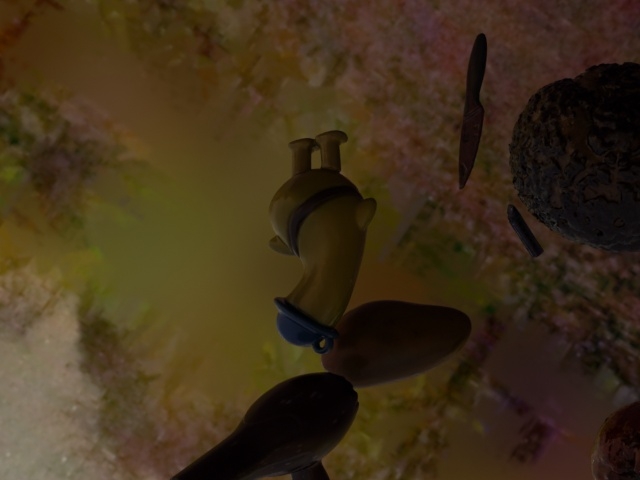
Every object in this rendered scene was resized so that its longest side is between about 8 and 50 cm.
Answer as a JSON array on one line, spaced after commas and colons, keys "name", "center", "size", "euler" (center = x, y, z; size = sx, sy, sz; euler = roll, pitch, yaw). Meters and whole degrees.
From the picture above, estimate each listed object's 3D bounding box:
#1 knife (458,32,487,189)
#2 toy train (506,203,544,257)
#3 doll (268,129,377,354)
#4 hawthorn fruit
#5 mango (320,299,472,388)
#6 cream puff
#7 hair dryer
[{"name": "knife", "center": [0.221, -0.188, 1.369], "size": [0.035, 0.247, 0.018], "euler": [-5, 159, 37]}, {"name": "toy train", "center": [0.264, -0.013, 1.245], "size": [0.083, 0.017, 0.017], "euler": [53, 169, -25]}, {"name": "doll", "center": [0.000, 0.000, 1.495], "size": [0.199, 0.363, 0.145], "euler": [-14, 157, 33]}, {"name": "hawthorn fruit", "center": [0.576, 0.335, 1.485], "size": [0.211, 0.299, 0.211], "euler": [164, 90, -72]}, {"name": "mango", "center": [0.121, 0.160, 1.553], "size": [0.113, 0.253, 0.138], "euler": [68, -173, -65]}, {"name": "cream puff", "center": [0.329, -0.102, 1.056], "size": [0.239, 0.239, 0.164], "euler": [30, 142, 45]}, {"name": "hair dryer", "center": [-0.042, 0.385, 1.372], "size": [0.123, 0.312, 0.340], "euler": [3, 118, 48]}]
